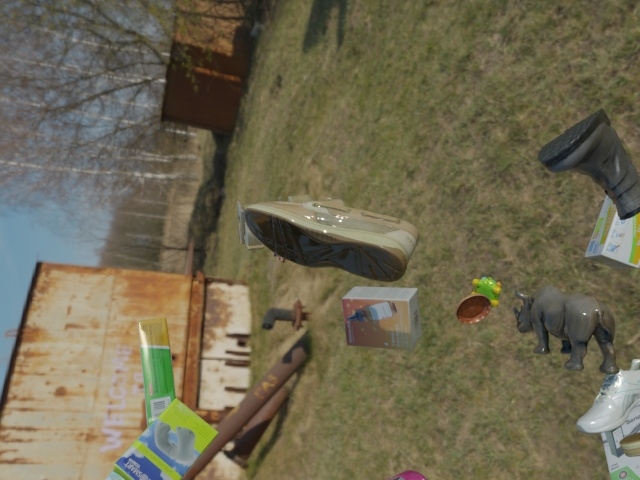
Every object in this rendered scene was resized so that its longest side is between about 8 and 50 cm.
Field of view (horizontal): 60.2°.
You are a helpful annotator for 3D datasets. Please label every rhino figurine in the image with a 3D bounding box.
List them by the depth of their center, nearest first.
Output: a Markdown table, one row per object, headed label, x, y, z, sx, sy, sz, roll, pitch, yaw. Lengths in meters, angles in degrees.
| label | x | y | z | sx | sy | sz | roll | pitch | yaw |
| --- | --- | --- | --- | --- | --- | --- | --- | --- | --- |
| rhino figurine | 0.366 | 0.125 | 0.860 | 0.243 | 0.073 | 0.106 | -160 | 68 | -81 |

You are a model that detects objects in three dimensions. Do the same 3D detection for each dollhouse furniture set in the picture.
| label | x | y | z | sx | sy | sz | roll | pitch | yaw |
| --- | --- | --- | --- | --- | --- | --- | --- | --- | --- |
| dollhouse furniture set | -0.095 | -0.022 | 1.308 | 0.161 | 0.182 | 0.101 | -118 | 26 | -55 |

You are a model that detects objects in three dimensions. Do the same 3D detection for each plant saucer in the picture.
| label | x | y | z | sx | sy | sz | roll | pitch | yaw |
| --- | --- | --- | --- | --- | --- | --- | --- | --- | --- |
| plant saucer | 0.341 | 0.152 | 1.235 | 0.013 | 0.084 | 0.083 | -107 | 28 | -57 |

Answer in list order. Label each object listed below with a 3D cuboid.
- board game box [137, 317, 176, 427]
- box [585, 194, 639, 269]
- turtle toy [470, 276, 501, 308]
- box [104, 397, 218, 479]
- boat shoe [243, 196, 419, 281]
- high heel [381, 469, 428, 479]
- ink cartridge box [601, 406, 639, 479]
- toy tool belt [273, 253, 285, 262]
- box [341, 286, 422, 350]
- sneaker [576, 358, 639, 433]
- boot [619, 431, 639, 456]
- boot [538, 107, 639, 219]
| label | x | y | z | sx | sy | sz | roll | pitch | yaw |
| --- | --- | --- | --- | --- | --- | --- | --- | --- | --- |
| board game box | -0.388 | 0.353 | 1.343 | 0.316 | 0.064 | 0.242 | 115 | 145 | -61 |
| box | 0.828 | -0.033 | 1.512 | 0.114 | 0.103 | 0.203 | 61 | -130 | -84 |
| turtle toy | 0.542 | 0.172 | 1.786 | 0.095 | 0.066 | 0.130 | 22 | 128 | 35 |
| box | -0.283 | 0.386 | 0.992 | 0.178 | 0.109 | 0.042 | -47 | -9 | -43 |
| boat shoe | 0.016 | -0.018 | 1.050 | 0.110 | 0.341 | 0.121 | -56 | -27 | -37 |
| high heel | 0.221 | 0.785 | 1.741 | 0.244 | 0.117 | 0.082 | -24 | 76 | 42 |
| ink cartridge box | 0.962 | 0.614 | 1.643 | 0.198 | 0.115 | 0.272 | -51 | 14 | 37 |
| toy tool belt | -0.114 | 0.029 | 1.562 | 0.083 | 0.051 | 0.052 | -63 | -6 | -54 |
| box | 0.152 | 0.189 | 1.359 | 0.091 | 0.171 | 0.130 | -32 | -63 | -61 |
| sneaker | 0.417 | 0.219 | 0.781 | 0.061 | 0.152 | 0.054 | 62 | 166 | 5 |
| boot | 0.803 | 0.509 | 1.190 | 0.095 | 0.262 | 0.203 | 60 | -158 | -78 |
| boot | 0.568 | -0.137 | 1.099 | 0.118 | 0.338 | 0.222 | -33 | 87 | 44 |
